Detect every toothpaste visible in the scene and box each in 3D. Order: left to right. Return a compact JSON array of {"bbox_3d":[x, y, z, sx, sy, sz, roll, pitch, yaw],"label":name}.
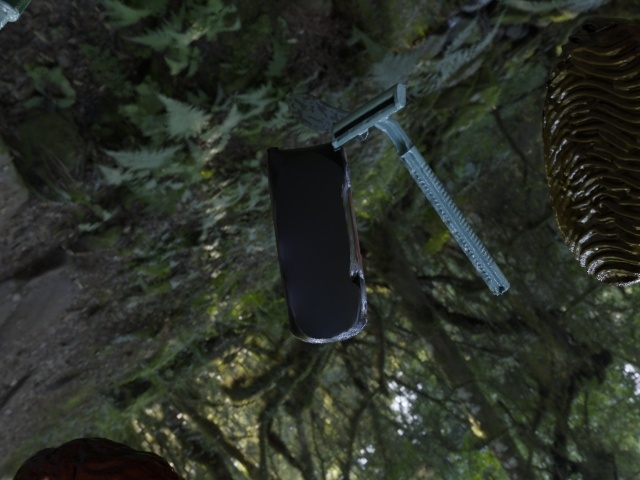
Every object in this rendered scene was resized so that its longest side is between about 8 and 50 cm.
[{"bbox_3d":[-0.358,-0.333,0.801,0.049,0.031,0.204,1,-124,24],"label":"toothpaste"}]

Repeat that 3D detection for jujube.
[{"bbox_3d":[-0.301,0.366,0.891,0.174,0.251,0.174,16,90,-84],"label":"jujube"}]

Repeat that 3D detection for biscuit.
[{"bbox_3d":[0.337,-0.102,0.774,0.040,0.317,0.318,-8,-176,-2],"label":"biscuit"}]

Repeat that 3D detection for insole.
[{"bbox_3d":[0.011,-0.228,1.189,0.006,0.193,0.065,-30,133,-42],"label":"insole"}]

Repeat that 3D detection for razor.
[{"bbox_3d":[0.102,-0.036,0.559,0.084,0.211,0.036,-23,-156,48],"label":"razor"}]

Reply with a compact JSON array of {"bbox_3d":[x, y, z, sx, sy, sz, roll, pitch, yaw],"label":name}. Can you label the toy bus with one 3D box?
[{"bbox_3d":[0.000,0.000,1.001,0.128,0.302,0.147,-9,180,8],"label":"toy bus"}]
